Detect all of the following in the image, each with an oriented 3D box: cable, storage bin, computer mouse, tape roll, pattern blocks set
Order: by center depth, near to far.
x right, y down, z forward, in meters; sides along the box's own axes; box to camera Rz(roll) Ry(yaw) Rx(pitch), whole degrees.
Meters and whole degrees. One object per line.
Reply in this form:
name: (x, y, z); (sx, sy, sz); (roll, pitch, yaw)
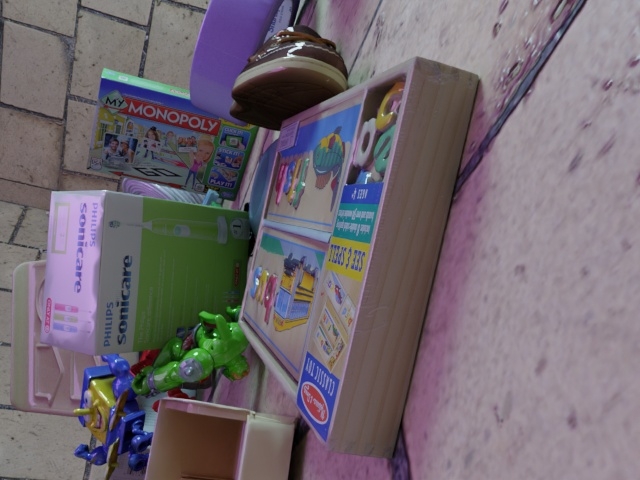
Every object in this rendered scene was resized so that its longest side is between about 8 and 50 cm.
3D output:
storage bin: (-0.126, 0.311, 0.675); (0.260, 0.123, 0.263); (144, 136, -67)
tape roll: (-0.119, -0.332, 1.044); (0.275, 0.090, 0.275); (-157, 90, -89)
computer mouse: (-0.150, 0.014, 1.116); (0.193, 0.042, 0.106); (129, 148, -56)
pattern blocks set: (-0.262, 0.064, 1.194); (0.325, 0.026, 0.285); (-60, 20, 14)
cable: (-0.367, -0.085, 1.548); (0.089, 0.257, 0.257); (-49, 20, -27)

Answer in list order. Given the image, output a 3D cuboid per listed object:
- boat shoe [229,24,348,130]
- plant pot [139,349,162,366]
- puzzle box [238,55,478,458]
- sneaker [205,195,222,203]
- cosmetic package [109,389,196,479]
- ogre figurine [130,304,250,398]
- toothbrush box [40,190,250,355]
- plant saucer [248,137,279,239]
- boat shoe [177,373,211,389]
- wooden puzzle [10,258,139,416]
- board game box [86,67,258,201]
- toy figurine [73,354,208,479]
boat shoe: (-0.042, -0.218, 0.803); (0.342, 0.123, 0.123); (-164, 89, -76)
plant pot: (-0.427, 0.182, 1.471); (0.334, 0.340, 0.341); (-60, 22, 25)
puzzle box: (0.000, 0.000, 0.611); (0.409, 0.052, 0.272); (-167, 89, -74)
sneaker: (-0.319, -0.219, 1.669); (0.296, 0.146, 0.105); (-95, 22, -49)
cosmetic package: (-0.342, 0.405, 1.274); (0.184, 0.151, 0.152); (-106, 32, -60)
ogre figurine: (-0.146, 0.141, 0.836); (0.118, 0.197, 0.097); (-15, 85, 52)
toothbrush box: (-0.239, 0.046, 0.916); (0.122, 0.283, 0.207); (3, 89, 32)
plant saucer: (-0.076, -0.078, 0.950); (0.195, 0.037, 0.195); (-168, 90, -73)
boat shoe: (-0.244, 0.159, 1.239); (0.305, 0.091, 0.109); (-91, 16, -46)
wooden puzzle: (-0.496, 0.194, 1.299); (0.347, 0.080, 0.323); (-6, 83, 30)
board game box: (-0.305, -0.210, 1.309); (0.046, 0.317, 0.214); (-102, 29, -51)
toy figurine: (-0.324, 0.307, 1.067); (0.217, 0.191, 0.363); (33, 119, 38)
